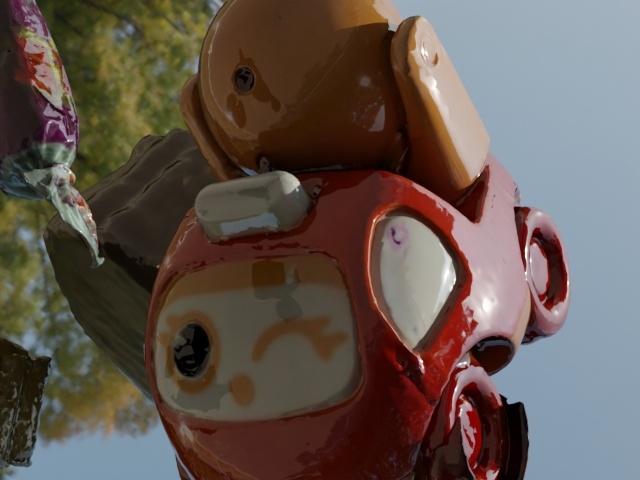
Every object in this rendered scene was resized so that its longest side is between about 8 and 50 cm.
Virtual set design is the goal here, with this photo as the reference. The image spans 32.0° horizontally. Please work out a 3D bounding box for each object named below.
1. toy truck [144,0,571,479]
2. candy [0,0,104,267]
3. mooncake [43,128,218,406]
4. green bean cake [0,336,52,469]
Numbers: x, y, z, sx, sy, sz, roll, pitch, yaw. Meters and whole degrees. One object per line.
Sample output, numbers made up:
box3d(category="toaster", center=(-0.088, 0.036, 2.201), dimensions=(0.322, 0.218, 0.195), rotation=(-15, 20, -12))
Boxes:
box3d(category="toy truck", center=(0.000, 0.000, 0.580), dimensions=(0.189, 0.239, 0.265), rotation=(-9, -143, 34))
box3d(category="candy", center=(-0.129, -0.064, 0.479), dimensions=(0.043, 0.045, 0.175), rotation=(-30, -119, 17))
box3d(category="mooncake", center=(-0.100, 0.049, 1.076), dimensions=(0.187, 0.324, 0.324), rotation=(-46, -157, -29))
box3d(category="green bean cake", center=(-0.369, 0.122, 0.943), dimensions=(0.230, 0.224, 0.131), rotation=(8, -98, 21))
